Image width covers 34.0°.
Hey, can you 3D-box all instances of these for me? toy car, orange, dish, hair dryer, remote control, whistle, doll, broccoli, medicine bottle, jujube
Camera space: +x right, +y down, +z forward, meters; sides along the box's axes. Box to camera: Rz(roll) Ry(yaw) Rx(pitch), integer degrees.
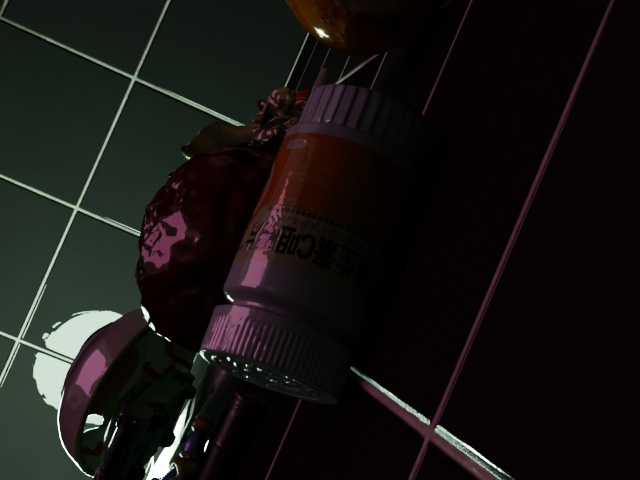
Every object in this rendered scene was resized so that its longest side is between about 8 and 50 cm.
[{"bbox_3d":[-0.294,0.302,1.748,0.321,0.097,0.141,-42,-24,-80],"label":"toy car"},{"bbox_3d":[0.061,-0.377,1.478,0.240,0.240,0.240,-156,90,-81],"label":"orange"},{"bbox_3d":[-0.364,0.246,1.855,0.324,0.124,0.324,-50,-23,-31],"label":"dish"},{"bbox_3d":[-0.132,0.282,1.545,0.195,0.050,0.173,-95,30,-80],"label":"hair dryer"},{"bbox_3d":[-0.191,0.276,1.845,0.140,0.056,0.296,-85,21,-53],"label":"remote control"},{"bbox_3d":[-0.022,-0.234,2.040,0.102,0.106,0.253,-26,39,51],"label":"whistle"},{"bbox_3d":[-0.250,0.426,1.605,0.341,0.099,0.346,111,176,-64],"label":"doll"},{"bbox_3d":[-0.099,-0.131,1.752,0.288,0.246,0.248,-56,4,27],"label":"broccoli"},{"bbox_3d":[0.000,0.000,1.115,0.158,0.158,0.318,140,153,-70],"label":"medicine bottle"},{"bbox_3d":[-0.108,0.010,1.411,0.377,0.276,0.276,-97,32,-76],"label":"jujube"}]
